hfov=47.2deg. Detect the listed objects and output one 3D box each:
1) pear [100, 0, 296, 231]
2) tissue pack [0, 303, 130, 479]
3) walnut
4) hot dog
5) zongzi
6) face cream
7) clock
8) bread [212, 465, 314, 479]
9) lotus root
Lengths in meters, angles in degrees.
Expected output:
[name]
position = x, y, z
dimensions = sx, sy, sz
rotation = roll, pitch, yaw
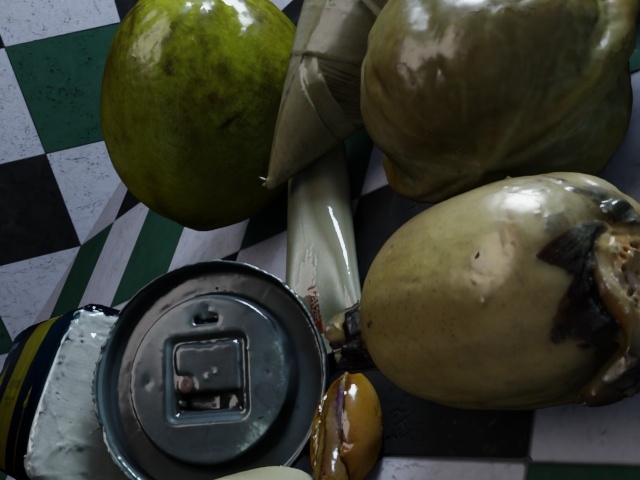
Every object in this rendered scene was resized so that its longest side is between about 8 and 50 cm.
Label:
[pear]
position = -0.173, -0.209, 1.147
dimensions = 0.413, 0.352, 0.352
rotation = 94, 177, -45
[tissue pack]
position = -0.323, 0.253, 1.086
dimensions = 0.416, 0.264, 0.253
rotation = -20, 52, 56
[walnut]
position = 0.152, -0.149, 0.652
dimensions = 0.283, 0.227, 0.283
rotation = -38, 26, 22
[hot dog]
position = 0.021, 0.199, 0.739
dimensions = 0.090, 0.060, 0.140
rotation = -35, 40, 51
[zongzi]
position = 0.028, -0.370, 1.058
dimensions = 0.467, 0.218, 0.500
rotation = -41, 34, 20
[face cream]
position = 0.000, 0.000, 0.963
dimensions = 0.137, 0.084, 0.341
rotation = -28, 46, 31
[clock]
position = -0.125, 0.161, 0.848
dimensions = 0.280, 0.281, 0.055
rotation = -67, -18, -10
[bread]
position = -0.074, 0.289, 0.691
dimensions = 0.148, 0.141, 0.134
rotation = -19, 74, 22
[lotus root]
position = 0.118, 0.053, 0.565
dimensions = 0.310, 0.183, 0.182
rotation = -26, 43, 52
